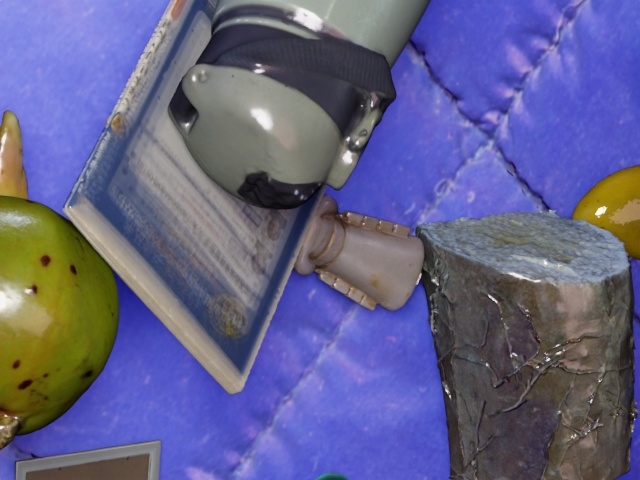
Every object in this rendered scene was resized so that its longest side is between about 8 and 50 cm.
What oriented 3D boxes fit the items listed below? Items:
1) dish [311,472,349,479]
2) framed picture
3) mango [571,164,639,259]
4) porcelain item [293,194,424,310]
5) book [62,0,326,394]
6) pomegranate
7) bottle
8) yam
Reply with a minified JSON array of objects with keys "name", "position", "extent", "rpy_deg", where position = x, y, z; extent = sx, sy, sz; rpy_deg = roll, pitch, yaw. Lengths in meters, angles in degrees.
[{"name":"dish","position":[-0.038,0.321,1.637],"extent":[0.224,0.078,0.246],"rpy_deg":[13,93,-38]},{"name":"framed picture","position":[-0.204,0.266,1.540],"extent":[0.142,0.011,0.183],"rpy_deg":[-5,105,-37]},{"name":"mango","position":[0.328,-0.027,1.834],"extent":[0.161,0.076,0.103],"rpy_deg":[-5,111,-28]},{"name":"porcelain item","position":[0.000,0.000,1.600],"extent":[0.213,0.054,0.084],"rpy_deg":[22,85,-40]},{"name":"book","position":[-0.080,-0.068,1.456],"extent":[0.228,0.018,0.322],"rpy_deg":[51,45,-31]},{"name":"pomegranate","position":[-0.247,0.027,1.333],"extent":[0.198,0.198,0.246],"rpy_deg":[1,98,-38]},{"name":"bottle","position":[-0.001,-0.187,1.431],"extent":[0.168,0.168,0.347],"rpy_deg":[43,59,-36]},{"name":"yam","position":[0.205,0.124,1.710],"extent":[0.202,0.201,0.271],"rpy_deg":[-13,115,-34]}]
